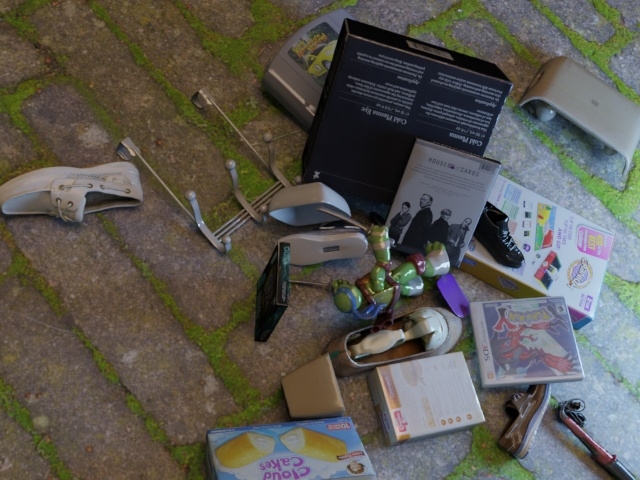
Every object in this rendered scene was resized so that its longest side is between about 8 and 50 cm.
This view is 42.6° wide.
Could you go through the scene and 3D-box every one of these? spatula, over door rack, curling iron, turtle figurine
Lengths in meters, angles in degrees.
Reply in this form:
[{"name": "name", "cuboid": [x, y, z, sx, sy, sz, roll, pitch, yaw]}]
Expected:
[{"name": "spatula", "cuboid": [0.206, 0.045, 1.722, 0.296, 0.030, 0.084, 44, 31, 14]}, {"name": "over door rack", "cuboid": [-0.222, -0.160, 1.672, 0.324, 0.108, 0.239, 44, 60, 9]}, {"name": "curling iron", "cuboid": [0.573, 0.422, 1.629, 0.068, 0.035, 0.274, -35, 76, -28]}, {"name": "turtle figurine", "cuboid": [0.099, 0.040, 1.596, 0.266, 0.198, 0.274, -6, 28, -41]}]

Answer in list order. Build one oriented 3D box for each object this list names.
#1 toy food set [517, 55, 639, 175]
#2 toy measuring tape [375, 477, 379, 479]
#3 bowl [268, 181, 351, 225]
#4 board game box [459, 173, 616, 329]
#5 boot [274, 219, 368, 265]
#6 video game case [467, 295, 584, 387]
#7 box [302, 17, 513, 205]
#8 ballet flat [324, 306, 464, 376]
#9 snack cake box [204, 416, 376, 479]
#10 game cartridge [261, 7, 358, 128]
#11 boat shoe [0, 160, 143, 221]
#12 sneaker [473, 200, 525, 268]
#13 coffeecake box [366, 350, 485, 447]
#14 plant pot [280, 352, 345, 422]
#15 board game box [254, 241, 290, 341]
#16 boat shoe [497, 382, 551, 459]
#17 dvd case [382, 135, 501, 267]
[{"name": "toy food set", "cuboid": [0.648, -0.307, 2.016, 0.306, 0.092, 0.220, 36, 48, 3]}, {"name": "toy measuring tape", "cuboid": [-0.005, 0.519, 1.399, 0.121, 0.121, 0.330, 47, 38, 11]}, {"name": "bowl", "cuboid": [-0.023, -0.074, 1.639, 0.142, 0.142, 0.053, -9, 76, 24]}, {"name": "board game box", "cuboid": [0.469, 0.018, 1.796, 0.316, 0.064, 0.242, 28, 59, 0]}, {"name": "boot", "cuboid": [0.000, 0.000, 1.683, 0.190, 0.069, 0.086, -1, 29, -2]}, {"name": "video game case", "cuboid": [0.411, 0.202, 1.652, 0.201, 0.023, 0.183, -4, 59, -1]}, {"name": "box", "cuboid": [0.165, -0.245, 1.685, 0.343, 0.313, 0.179, 16, 23, -8]}, {"name": "ballet flat", "cuboid": [0.162, 0.192, 1.594, 0.316, 0.106, 0.108, -17, 72, -23]}, {"name": "snack cake box", "cuboid": [-0.056, 0.392, 1.399, 0.264, 0.089, 0.152, -1, 26, -17]}, {"name": "game cartridge", "cuboid": [0.012, -0.397, 1.857, 0.196, 0.060, 0.294, 42, 63, 3]}, {"name": "boat shoe", "cuboid": [-0.474, -0.082, 1.564, 0.277, 0.098, 0.096, -13, 66, -23]}, {"name": "sneaker", "cuboid": [0.366, -0.019, 1.696, 0.170, 0.089, 0.051, 43, 60, 9]}, {"name": "coffeecake box", "cuboid": [0.199, 0.302, 1.568, 0.185, 0.068, 0.142, -7, 66, -19]}, {"name": "plant pot", "cuboid": [-0.018, 0.283, 1.503, 0.096, 0.109, 0.109, -14, 67, -7]}, {"name": "board game box", "cuboid": [-0.090, 0.098, 1.526, 0.026, 0.186, 0.126, 8, 62, -14]}, {"name": "boat shoe", "cuboid": [0.399, 0.332, 1.610, 0.066, 0.066, 0.183, 27, 59, 1]}, {"name": "dvd case", "cuboid": [0.236, -0.074, 1.648, 0.179, 0.239, 0.029, 17, 24, -4]}]
